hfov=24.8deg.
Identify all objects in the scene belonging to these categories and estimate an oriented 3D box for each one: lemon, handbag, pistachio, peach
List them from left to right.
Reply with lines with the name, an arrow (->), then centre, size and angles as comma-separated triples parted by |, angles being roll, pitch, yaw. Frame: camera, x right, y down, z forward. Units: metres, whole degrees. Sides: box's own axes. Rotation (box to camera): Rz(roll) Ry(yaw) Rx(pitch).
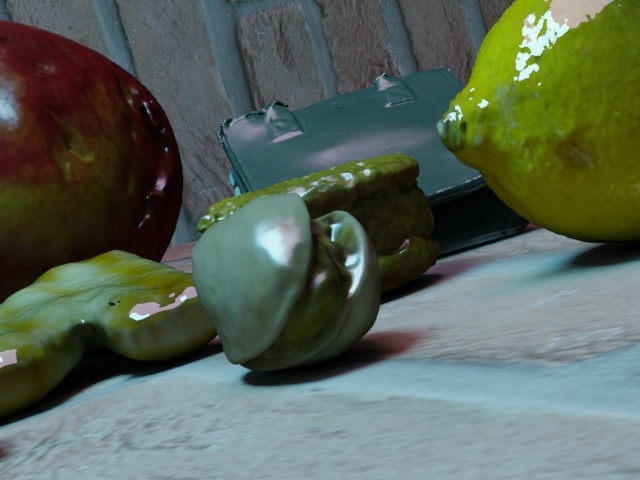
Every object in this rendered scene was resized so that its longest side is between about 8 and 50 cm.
peach -> -0.318, -0.042, 1.450 | 0.353, 0.339, 0.416 | 2, -1, 14
pistachio -> -0.021, 0.027, 0.846 | 0.113, 0.113, 0.149 | -17, 10, -8
handbag -> 0.046, -0.069, 1.347 | 0.248, 0.079, 0.260 | -18, 33, -6
lemon -> 0.199, -0.089, 0.948 | 0.257, 0.188, 0.188 | -9, 1, -17

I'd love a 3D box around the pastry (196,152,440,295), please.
pastry -> 0.000, 0.000, 1.121 | 0.189, 0.103, 0.189 | -17, 4, 1

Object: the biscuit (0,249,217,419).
biscuit -> -0.214, 0.071, 1.129 | 0.237, 0.062, 0.291 | -18, 11, -23

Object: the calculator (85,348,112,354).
calculator -> -0.168, 0.076, 1.310 | 0.127, 0.034, 0.190 | -18, 9, -37
